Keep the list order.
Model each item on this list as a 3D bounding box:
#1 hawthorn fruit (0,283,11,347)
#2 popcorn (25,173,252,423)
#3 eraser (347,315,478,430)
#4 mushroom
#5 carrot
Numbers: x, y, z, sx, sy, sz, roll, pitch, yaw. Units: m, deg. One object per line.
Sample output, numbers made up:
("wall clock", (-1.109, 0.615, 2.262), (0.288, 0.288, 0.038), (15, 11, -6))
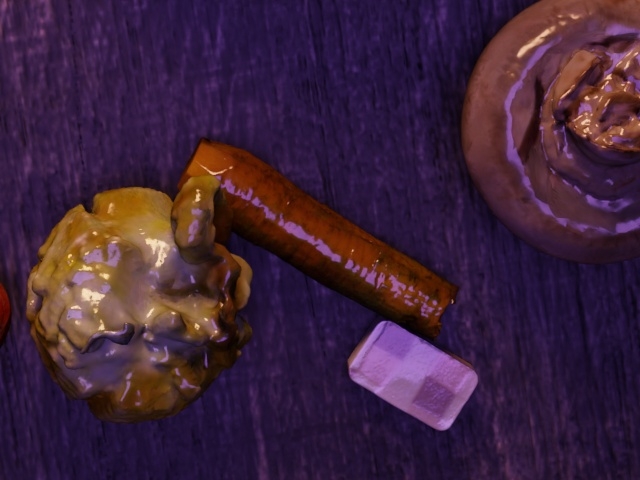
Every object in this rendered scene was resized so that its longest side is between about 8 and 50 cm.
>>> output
("hawthorn fruit", (-0.317, 0.064, 1.192), (0.128, 0.128, 0.128), (0, 98, -4))
("popcorn", (-0.136, 0.041, 1.159), (0.212, 0.198, 0.198), (-36, 99, 24))
("eraser", (0.080, 0.115, 1.268), (0.105, 0.026, 0.065), (32, 97, -7))
("mushroom", (0.229, -0.092, 1.174), (0.226, 0.178, 0.227), (-1, 96, -13))
("carrot", (0.000, 0.000, 1.225), (0.260, 0.070, 0.070), (31, 95, -7))
